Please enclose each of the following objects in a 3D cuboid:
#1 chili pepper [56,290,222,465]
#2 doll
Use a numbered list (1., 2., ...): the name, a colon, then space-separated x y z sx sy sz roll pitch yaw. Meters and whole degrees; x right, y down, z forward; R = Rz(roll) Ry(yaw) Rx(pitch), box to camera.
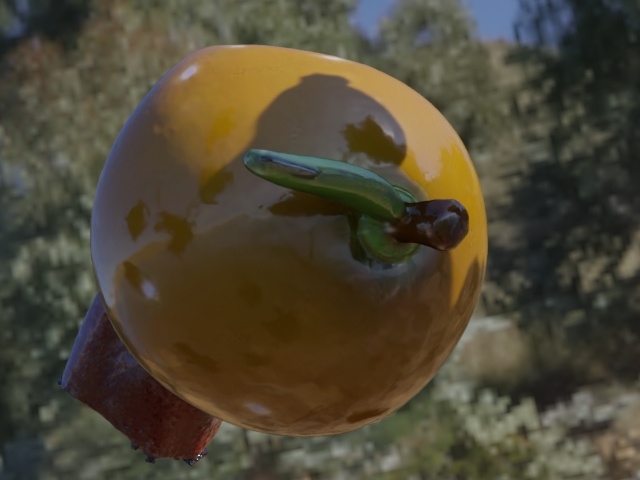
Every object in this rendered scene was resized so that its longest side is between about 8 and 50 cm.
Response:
1. chili pepper: -0.118 0.057 1.558 0.136 0.144 0.252 3 -54 -36
2. doll: 0.000 0.000 0.943 0.213 0.213 0.236 -3 0 -29
